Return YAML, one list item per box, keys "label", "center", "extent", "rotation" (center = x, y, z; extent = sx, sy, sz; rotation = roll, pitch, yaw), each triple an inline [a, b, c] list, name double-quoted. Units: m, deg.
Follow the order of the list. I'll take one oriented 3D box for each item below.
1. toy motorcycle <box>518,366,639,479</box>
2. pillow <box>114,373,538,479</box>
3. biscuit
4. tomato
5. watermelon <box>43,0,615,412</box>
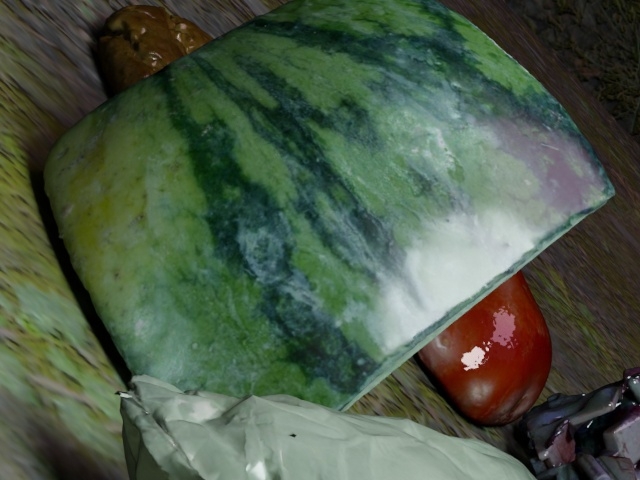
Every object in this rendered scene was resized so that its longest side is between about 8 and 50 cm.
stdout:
- label: "toy motorcycle"
  center: [0.204, 0.156, 1.410]
  extent: [0.082, 0.122, 0.213]
  rotation: [63, 12, -16]
- label: "pillow"
  center: [0.054, 0.196, 0.820]
  extent: [0.283, 0.138, 0.310]
  rotation: [23, 32, -49]
- label: "biscuit"
  center: [-0.061, -0.064, 1.257]
  extent: [0.226, 0.042, 0.226]
  rotation: [49, 16, -19]
- label: "tomato"
  center: [0.113, 0.047, 1.452]
  extent: [0.174, 0.082, 0.166]
  rotation: [60, 17, 17]
- label: "watermelon"
  center: [0.000, 0.000, 1.032]
  extent: [0.213, 0.261, 0.201]
  rotation: [54, -14, 16]
